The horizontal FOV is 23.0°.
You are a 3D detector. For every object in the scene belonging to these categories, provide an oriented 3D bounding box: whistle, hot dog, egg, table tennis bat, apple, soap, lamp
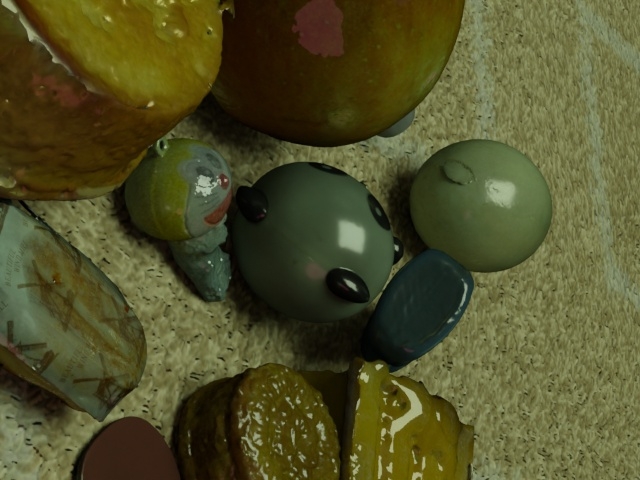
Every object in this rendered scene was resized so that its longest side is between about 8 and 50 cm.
[{"bbox_3d":[-0.135,-0.025,1.716,0.123,0.122,0.223,-68,146,-46],"label":"whistle"},{"bbox_3d":[-0.265,0.064,1.479,0.270,0.081,0.163,47,32,-38],"label":"hot dog"},{"bbox_3d":[0.228,-0.048,2.216,0.253,0.186,0.187,22,58,-56],"label":"egg"},{"bbox_3d":[-0.209,0.268,1.548,0.138,0.022,0.246,65,30,-12],"label":"table tennis bat"},{"bbox_3d":[-0.017,-0.298,1.852,0.374,0.384,0.374,-46,154,-31],"label":"apple"},{"bbox_3d":[0.078,0.312,1.856,0.259,0.143,0.281,34,48,-40],"label":"soap"},{"bbox_3d":[0.000,0.000,1.852,0.244,0.197,0.198,-17,90,-73],"label":"lamp"}]

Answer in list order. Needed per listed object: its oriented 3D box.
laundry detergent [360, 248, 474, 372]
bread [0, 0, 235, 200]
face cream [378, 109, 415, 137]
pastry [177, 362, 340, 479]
[{"bbox_3d":[0.114,0.099,1.957,0.143,0.094,0.290,-56,175,-9],"label":"laundry detergent"},{"bbox_3d":[-0.277,-0.221,1.460,0.398,0.215,0.398,35,41,-38],"label":"bread"},{"bbox_3d":[0.082,-0.194,2.149,0.095,0.091,0.091,53,36,-42],"label":"face cream"},{"bbox_3d":[-0.065,0.227,1.705,0.188,0.103,0.189,30,51,-46],"label":"pastry"}]
